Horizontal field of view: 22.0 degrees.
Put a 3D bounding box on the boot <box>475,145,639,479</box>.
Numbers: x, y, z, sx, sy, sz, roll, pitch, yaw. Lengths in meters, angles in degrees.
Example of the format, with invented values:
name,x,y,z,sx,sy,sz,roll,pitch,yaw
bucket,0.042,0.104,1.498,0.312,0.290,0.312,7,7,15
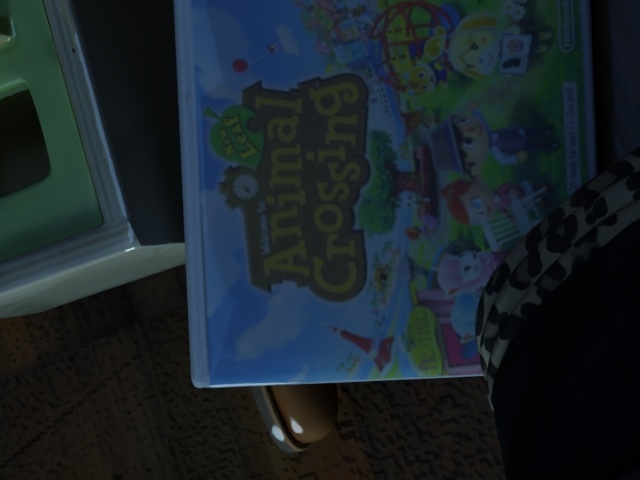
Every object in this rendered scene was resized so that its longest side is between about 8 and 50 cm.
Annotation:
name,x,y,z,sx,sy,sz,roll,pitch,yaw
boot,0.211,0.046,0.578,0.377,0.284,0.138,-31,115,18

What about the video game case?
name,x,y,z,sx,sy,sz,roll,pitch,yaw
video game case,0.032,-0.041,0.766,0.193,0.023,0.212,-3,92,0

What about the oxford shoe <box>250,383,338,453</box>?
name,x,y,z,sx,sy,sz,roll,pitch,yaw
oxford shoe,0.000,0.000,0.807,0.076,0.076,0.212,0,92,18

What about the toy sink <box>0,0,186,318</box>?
name,x,y,z,sx,sy,sz,roll,pitch,yaw
toy sink,-0.152,-0.088,0.846,0.153,0.131,0.234,-17,84,27
